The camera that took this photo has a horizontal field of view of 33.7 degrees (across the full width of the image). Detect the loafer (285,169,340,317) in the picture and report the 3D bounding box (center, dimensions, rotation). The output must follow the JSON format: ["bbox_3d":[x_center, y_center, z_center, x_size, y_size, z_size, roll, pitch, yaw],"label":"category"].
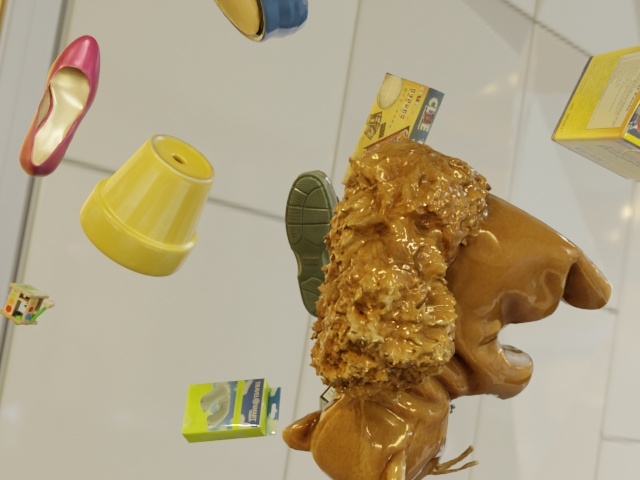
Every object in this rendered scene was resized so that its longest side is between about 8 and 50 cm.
[{"bbox_3d":[0.000,0.000,1.827,0.096,0.267,0.084,6,23,25],"label":"loafer"}]

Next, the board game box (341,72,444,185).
[{"bbox_3d":[0.140,-0.198,2.085,0.042,0.243,0.165,17,9,-32],"label":"board game box"}]

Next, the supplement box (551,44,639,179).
[{"bbox_3d":[0.615,-0.235,1.992,0.195,0.194,0.356,25,2,-9],"label":"supplement box"}]

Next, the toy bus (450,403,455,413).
[{"bbox_3d":[0.181,0.312,1.966,0.202,0.104,0.191,-28,-20,30],"label":"toy bus"}]

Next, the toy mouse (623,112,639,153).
[{"bbox_3d":[0.494,-0.145,1.517,0.031,0.161,0.143,-16,-5,-28],"label":"toy mouse"}]

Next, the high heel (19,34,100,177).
[{"bbox_3d":[-0.396,-0.210,1.618,0.082,0.244,0.117,29,-9,-16],"label":"high heel"}]

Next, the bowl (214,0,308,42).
[{"bbox_3d":[-0.153,-0.496,1.690,0.077,0.391,0.391,-31,3,-12],"label":"bowl"}]

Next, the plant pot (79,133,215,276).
[{"bbox_3d":[-0.356,-0.091,2.291,0.254,0.239,0.254,29,24,-15],"label":"plant pot"}]

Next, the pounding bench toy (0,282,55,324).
[{"bbox_3d":[-0.516,0.122,1.874,0.083,0.065,0.052,26,6,24],"label":"pounding bench toy"}]

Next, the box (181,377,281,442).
[{"bbox_3d":[-0.168,0.321,2.000,0.178,0.109,0.042,-8,-38,14],"label":"box"}]

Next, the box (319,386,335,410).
[{"bbox_3d":[0.077,0.253,2.047,0.036,0.207,0.114,38,-18,15],"label":"box"}]

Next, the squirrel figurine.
[{"bbox_3d":[0.089,0.103,1.194,0.281,0.370,0.397,28,-7,35],"label":"squirrel figurine"}]
